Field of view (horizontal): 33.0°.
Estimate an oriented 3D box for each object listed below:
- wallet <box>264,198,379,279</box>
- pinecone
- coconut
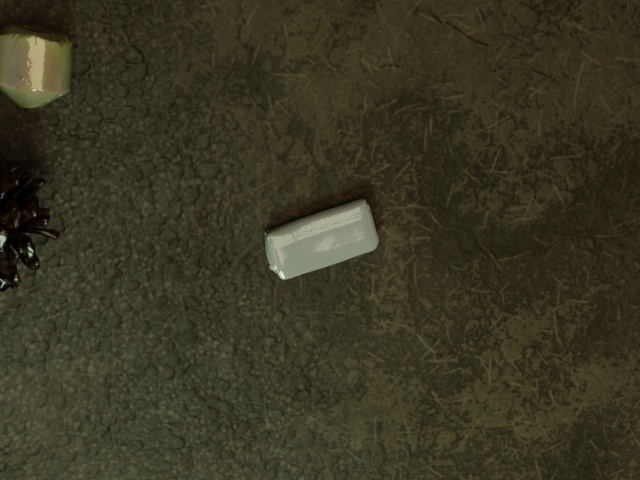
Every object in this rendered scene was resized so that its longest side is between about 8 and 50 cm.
[{"bbox_3d":[0.000,0.000,1.784,0.190,0.033,0.095,-21,106,-8],"label":"wallet"},{"bbox_3d":[-0.493,-0.031,1.582,0.201,0.202,0.228,-20,123,-7],"label":"pinecone"},{"bbox_3d":[-0.422,-0.252,1.584,0.116,0.116,0.122,9,104,-15],"label":"coconut"}]
